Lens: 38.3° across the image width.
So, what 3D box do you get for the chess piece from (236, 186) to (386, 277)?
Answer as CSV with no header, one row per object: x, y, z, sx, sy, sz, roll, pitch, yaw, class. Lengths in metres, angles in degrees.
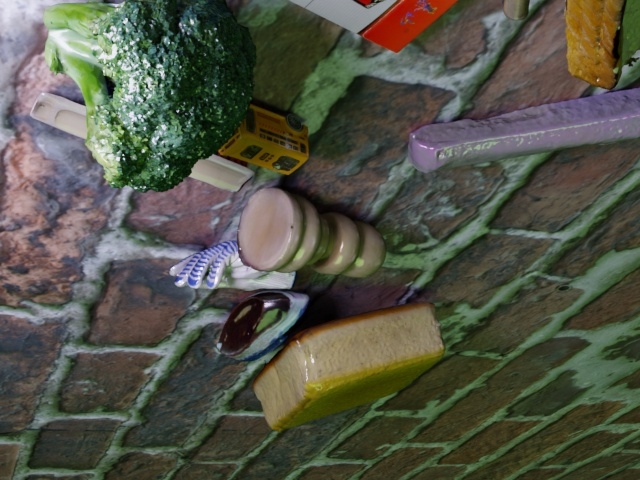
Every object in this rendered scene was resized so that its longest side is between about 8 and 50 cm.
0.000,0.000,1.547,0.261,0.143,0.143,11,145,-42,chess piece

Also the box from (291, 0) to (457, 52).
0.047,-0.315,1.099,0.245,0.035,0.139,19,140,-37,box

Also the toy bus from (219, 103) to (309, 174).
-0.096,-0.150,1.305,0.162,0.074,0.069,16,144,-37,toy bus

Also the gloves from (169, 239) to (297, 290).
-0.149,0.049,1.612,0.229,0.097,0.119,-5,145,-15,gloves

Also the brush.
-0.245,-0.147,1.310,0.321,0.050,0.060,19,144,-26,brush

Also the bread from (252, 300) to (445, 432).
0.052,0.258,1.899,0.333,0.143,0.323,-11,159,-28,bread

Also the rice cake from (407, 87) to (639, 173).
0.329,-0.165,1.391,0.399,0.064,0.070,-10,144,3,rice cake

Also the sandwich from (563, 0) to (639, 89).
0.365,-0.317,1.001,0.251,0.087,0.226,-48,156,-10,sandwich

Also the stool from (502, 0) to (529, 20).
0.232,-0.336,0.987,0.228,0.153,0.139,-7,150,-2,stool

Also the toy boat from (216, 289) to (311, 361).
-0.105,0.168,1.804,0.115,0.114,0.262,6,150,-30,toy boat

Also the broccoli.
-0.203,-0.187,1.079,0.245,0.265,0.294,26,163,17,broccoli
